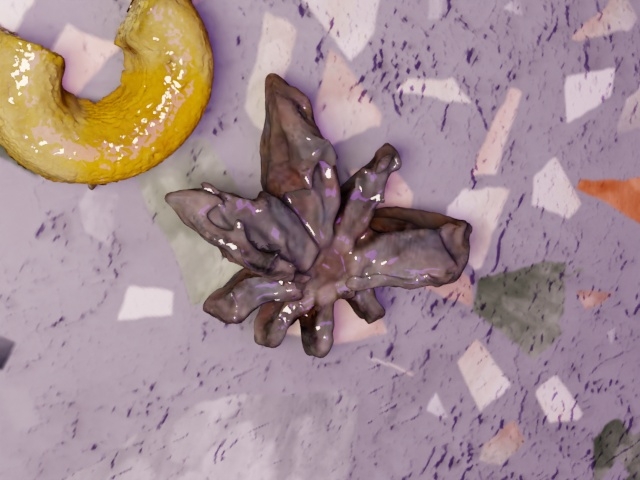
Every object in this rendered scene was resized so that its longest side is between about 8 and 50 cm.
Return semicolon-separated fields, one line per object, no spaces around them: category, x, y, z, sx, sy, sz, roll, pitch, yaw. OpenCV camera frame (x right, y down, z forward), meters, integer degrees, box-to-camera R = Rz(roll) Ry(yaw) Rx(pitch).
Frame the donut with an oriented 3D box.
donut;-0.151;-0.109;0.892;0.181;0.078;0.146;-24;110;-19

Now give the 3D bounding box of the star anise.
star anise;-0.003;-0.002;0.980;0.198;0.110;0.257;-53;126;-7
